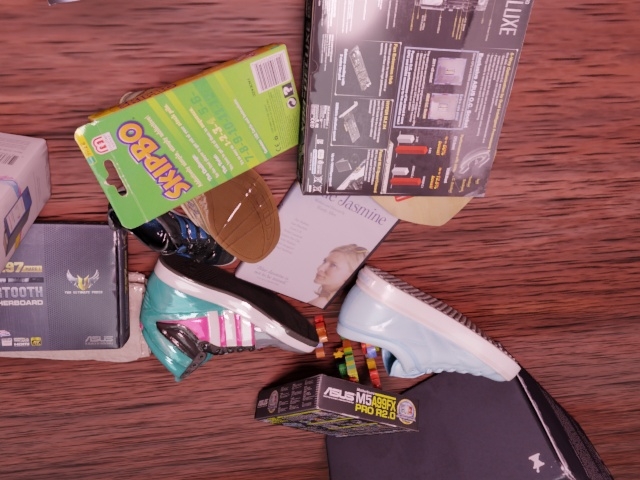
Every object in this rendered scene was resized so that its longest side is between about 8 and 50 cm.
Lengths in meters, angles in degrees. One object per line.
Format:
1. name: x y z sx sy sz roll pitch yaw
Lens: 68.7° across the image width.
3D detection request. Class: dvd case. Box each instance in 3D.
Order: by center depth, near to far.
1. dvd case: 0.000 0.000 0.751 0.181 0.022 0.253 24 120 -24

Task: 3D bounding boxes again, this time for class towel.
1. towel: -0.420 0.120 0.765 0.283 0.049 0.187 6 124 -12

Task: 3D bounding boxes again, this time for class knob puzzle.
1. knob puzzle: 0.159 -0.105 0.686 0.213 0.030 0.213 -5 125 -8

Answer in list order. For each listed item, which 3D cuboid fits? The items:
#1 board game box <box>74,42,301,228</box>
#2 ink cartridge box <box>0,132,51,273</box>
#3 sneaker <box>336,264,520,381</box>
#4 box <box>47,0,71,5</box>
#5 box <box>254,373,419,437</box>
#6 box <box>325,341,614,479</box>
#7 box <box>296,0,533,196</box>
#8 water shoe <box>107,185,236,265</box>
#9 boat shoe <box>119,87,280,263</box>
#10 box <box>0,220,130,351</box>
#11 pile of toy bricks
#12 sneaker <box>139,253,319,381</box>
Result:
1. board game box: -0.135 -0.125 0.544 0.260 0.039 0.124 -35 129 -27
2. ink cartridge box: -0.428 -0.043 0.534 0.155 0.212 0.093 8 125 -14
3. sneaker: 0.185 0.183 0.835 0.366 0.135 0.150 31 100 -15
4. box: -0.159 -0.258 0.416 0.114 0.207 0.036 -10 128 1
5. box: 0.023 0.330 0.910 0.216 0.060 0.270 22 148 -22
6. box: 0.349 0.548 1.046 0.480 0.297 0.472 -36 125 19
7. box: 0.101 -0.204 0.549 0.243 0.076 0.307 -1 118 -9
8. water shoe: -0.213 -0.001 0.682 0.203 0.080 0.073 30 118 -27
9. boat shoe: -0.152 -0.083 0.634 0.104 0.089 0.285 -44 128 -17
10. box: -0.399 0.063 0.668 0.233 0.059 0.183 1 98 -10
11. pile of toy bricks: 0.057 0.230 0.881 0.118 0.105 0.212 -15 127 3
12. sneaker: -0.163 0.158 0.765 0.296 0.123 0.178 30 104 -18
